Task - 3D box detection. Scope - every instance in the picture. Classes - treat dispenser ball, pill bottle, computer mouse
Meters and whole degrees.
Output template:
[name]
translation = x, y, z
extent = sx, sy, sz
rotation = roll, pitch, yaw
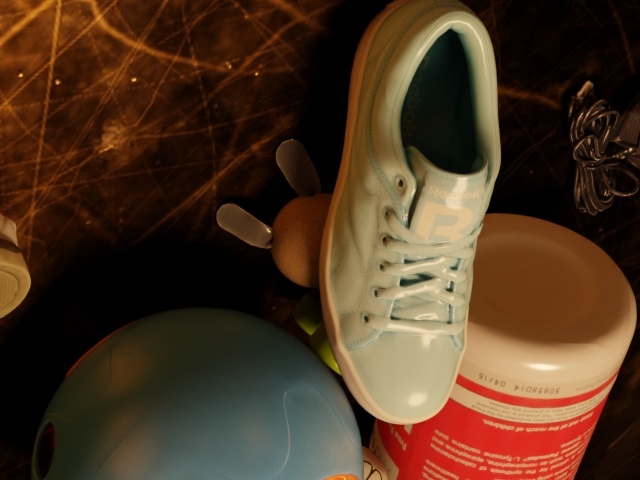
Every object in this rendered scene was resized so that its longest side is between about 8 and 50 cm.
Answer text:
[treat dispenser ball]
translation = -0.105, 0.202, 1.093
extent = 0.288, 0.288, 0.288
rotation = -22, 138, -21
[pill bottle]
translation = 0.177, 0.191, 1.363
extent = 0.229, 0.229, 0.407
rotation = -15, 135, -28
[computer mouse]
translation = 0.380, -0.147, 1.337
extent = 0.272, 0.072, 0.188
rotation = -24, 143, -1

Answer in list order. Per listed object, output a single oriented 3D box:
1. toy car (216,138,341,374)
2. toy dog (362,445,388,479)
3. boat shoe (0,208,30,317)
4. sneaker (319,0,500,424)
[toy car]
translation = 0.000, 0.000, 1.149
extent = 0.188, 0.149, 0.155
rotation = 40, 95, -22
[toy dog]
translation = -0.059, 0.359, 1.263
extent = 0.220, 0.161, 0.333
rotation = 19, 95, -11
[boat shoe]
translation = -0.339, -0.019, 0.839
extent = 0.113, 0.103, 0.302
rotation = -41, 145, 22
[sneaker]
translation = 0.076, -0.019, 1.022
extent = 0.135, 0.150, 0.365
rotation = -2, 96, -10
